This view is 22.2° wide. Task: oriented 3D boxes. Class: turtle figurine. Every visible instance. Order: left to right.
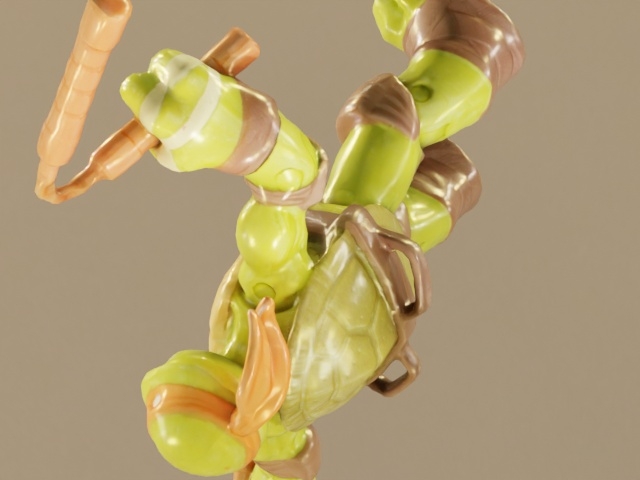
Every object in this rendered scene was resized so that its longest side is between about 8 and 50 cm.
[{"bbox_3d":[0.000,0.000,0.533,0.087,0.269,0.217,14,-136,23],"label":"turtle figurine"}]
